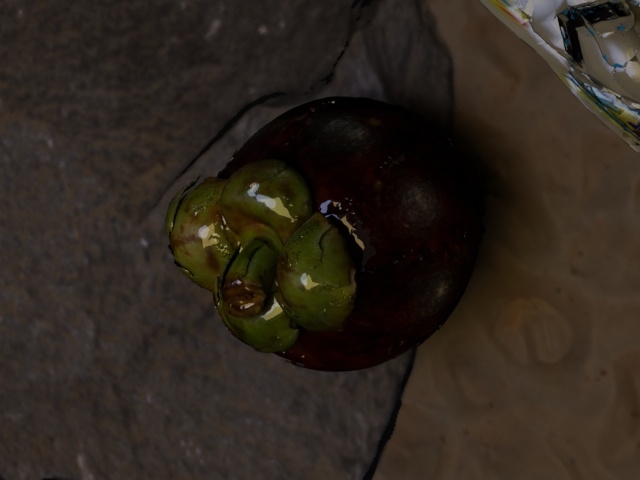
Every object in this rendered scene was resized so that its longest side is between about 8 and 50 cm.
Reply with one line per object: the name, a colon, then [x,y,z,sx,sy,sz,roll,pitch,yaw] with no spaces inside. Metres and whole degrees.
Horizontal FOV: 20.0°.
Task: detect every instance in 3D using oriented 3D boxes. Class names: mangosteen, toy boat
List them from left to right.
mangosteen: [0.000,0.000,1.022,0.166,0.180,0.166,9,106,35]
toy boat: [0.146,-0.115,0.981,0.210,0.066,0.084,35,114,17]
